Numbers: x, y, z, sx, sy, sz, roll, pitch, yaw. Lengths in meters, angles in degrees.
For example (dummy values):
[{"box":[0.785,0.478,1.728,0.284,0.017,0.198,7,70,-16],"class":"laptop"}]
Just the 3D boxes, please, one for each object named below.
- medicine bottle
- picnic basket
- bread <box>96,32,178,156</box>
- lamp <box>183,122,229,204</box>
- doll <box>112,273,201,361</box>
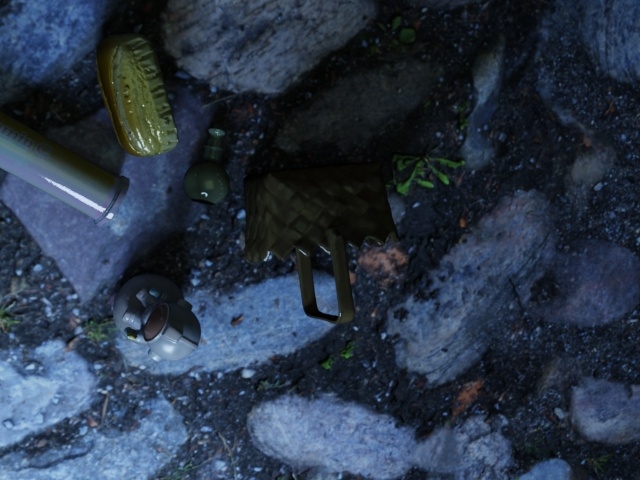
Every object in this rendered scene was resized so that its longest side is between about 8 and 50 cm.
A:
[{"box":[-0.556,-0.172,1.799,0.426,0.108,0.108,32,89,-24],"class":"medicine bottle"},{"box":[0.000,0.000,1.982,0.291,0.254,0.321,-7,92,-19],"class":"picnic basket"},{"box":[-0.344,-0.265,1.840,0.106,0.140,0.236,-21,109,-20],"class":"bread"},{"box":[-0.216,-0.154,1.959,0.091,0.091,0.163,15,80,-25],"class":"lamp"},{"box":[-0.302,0.152,1.877,0.151,0.287,0.151,-5,102,-23],"class":"doll"}]
